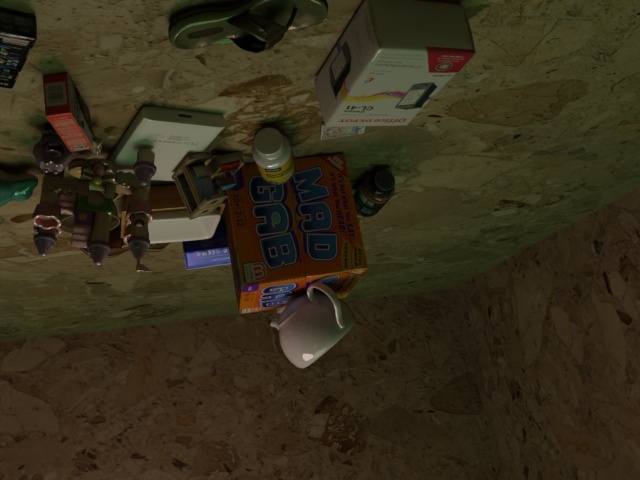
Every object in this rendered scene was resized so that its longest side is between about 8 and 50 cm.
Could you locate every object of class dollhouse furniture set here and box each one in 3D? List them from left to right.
[{"bbox_3d":[-0.266,-0.157,1.794,0.183,0.129,0.129,-19,171,-37],"label":"dollhouse furniture set"}]

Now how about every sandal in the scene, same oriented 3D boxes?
[{"bbox_3d":[-0.563,-0.143,1.807,0.088,0.079,0.240,-20,162,27],"label":"sandal"},{"bbox_3d":[-0.130,-0.389,1.269,0.302,0.086,0.120,-13,164,6],"label":"sandal"}]

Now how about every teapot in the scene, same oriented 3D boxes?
[{"bbox_3d":[-0.032,0.235,1.999,0.256,0.187,0.252,-41,178,7],"label":"teapot"}]

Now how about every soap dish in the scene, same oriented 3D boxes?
[{"bbox_3d":[-0.445,-0.080,2.028,0.290,0.118,0.229,-6,163,-19],"label":"soap dish"}]

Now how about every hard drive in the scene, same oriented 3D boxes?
[{"bbox_3d":[-0.393,-0.232,1.695,0.202,0.040,0.307,0,160,-34],"label":"hard drive"}]

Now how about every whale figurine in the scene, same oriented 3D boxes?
[{"bbox_3d":[-0.825,-0.108,1.640,0.271,0.141,0.216,0,160,-36],"label":"whale figurine"}]

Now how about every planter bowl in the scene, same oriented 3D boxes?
[{"bbox_3d":[-0.639,-0.094,1.867,0.161,0.109,0.162,-11,163,-3],"label":"planter bowl"}]

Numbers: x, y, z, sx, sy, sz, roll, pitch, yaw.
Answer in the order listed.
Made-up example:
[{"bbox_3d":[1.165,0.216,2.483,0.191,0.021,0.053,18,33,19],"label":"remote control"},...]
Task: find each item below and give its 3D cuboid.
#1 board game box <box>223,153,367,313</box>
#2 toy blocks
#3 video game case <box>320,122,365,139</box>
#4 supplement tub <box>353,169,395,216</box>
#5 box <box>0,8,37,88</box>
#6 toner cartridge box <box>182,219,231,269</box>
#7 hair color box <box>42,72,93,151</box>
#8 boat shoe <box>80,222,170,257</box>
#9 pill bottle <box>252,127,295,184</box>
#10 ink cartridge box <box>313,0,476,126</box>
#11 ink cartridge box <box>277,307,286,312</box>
[{"bbox_3d":[-0.095,-0.011,2.066,0.356,0.357,0.356,-8,163,-11],"label":"board game box"},{"bbox_3d":[-0.537,-0.062,1.619,0.288,0.260,0.309,7,148,-19],"label":"toy blocks"},{"bbox_3d":[0.060,-0.300,1.824,0.121,0.011,0.087,-10,163,-6],"label":"video game case"},{"bbox_3d":[0.176,-0.156,2.213,0.105,0.106,0.198,-6,163,-19],"label":"supplement tub"},{"bbox_3d":[-0.622,-0.339,1.168,0.220,0.051,0.175,2,159,-37],"label":"box"},{"bbox_3d":[-0.290,0.000,2.303,0.347,0.165,0.075,-7,125,-12],"label":"toner cartridge box"},{"bbox_3d":[-0.522,-0.262,1.417,0.053,0.093,0.167,-9,164,-7],"label":"hair color box"},{"bbox_3d":[-0.608,-0.020,2.166,0.307,0.111,0.104,-9,163,-45],"label":"boat shoe"},{"bbox_3d":[-0.124,-0.223,1.793,0.103,0.103,0.184,-12,164,1],"label":"pill bottle"},{"bbox_3d":[0.148,-0.368,1.451,0.226,0.131,0.306,-5,161,-22],"label":"ink cartridge box"},{"bbox_3d":[-0.078,0.075,2.446,0.130,0.310,0.272,-3,162,-27],"label":"ink cartridge box"}]
